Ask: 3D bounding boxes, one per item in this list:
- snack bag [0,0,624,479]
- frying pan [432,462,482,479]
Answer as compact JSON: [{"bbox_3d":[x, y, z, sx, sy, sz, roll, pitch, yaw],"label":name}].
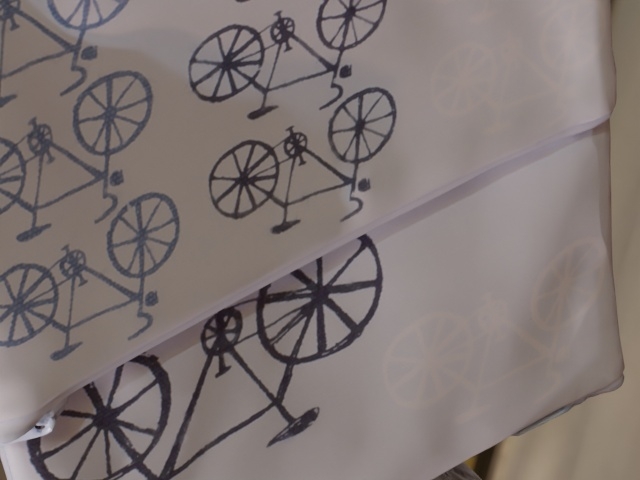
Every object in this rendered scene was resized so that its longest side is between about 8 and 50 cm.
[{"bbox_3d":[0.000,0.000,0.743,0.323,0.037,0.343,-27,-51,-26],"label":"snack bag"},{"bbox_3d":[0.001,0.100,1.018,0.053,0.326,0.197,-48,9,6],"label":"frying pan"}]
